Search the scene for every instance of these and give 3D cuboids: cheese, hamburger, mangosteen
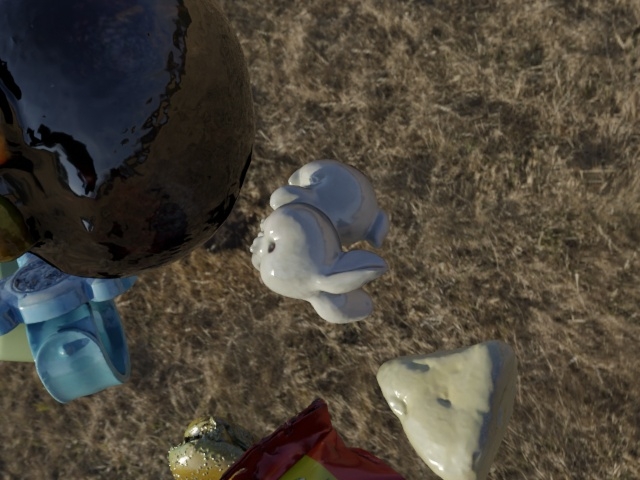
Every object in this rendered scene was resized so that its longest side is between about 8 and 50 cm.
[{"bbox_3d":[0.224,0.314,1.109,0.251,0.173,0.248,-4,62,24],"label":"cheese"},{"bbox_3d":[-0.201,0.462,1.280,0.189,0.215,0.122,-32,27,33],"label":"hamburger"},{"bbox_3d":[-0.199,-0.084,0.476,0.275,0.275,0.302,31,44,33],"label":"mangosteen"}]

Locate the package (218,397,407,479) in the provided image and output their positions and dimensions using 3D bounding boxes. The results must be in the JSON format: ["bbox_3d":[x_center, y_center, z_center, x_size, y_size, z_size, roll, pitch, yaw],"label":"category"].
[{"bbox_3d":[0.064,0.352,0.576,0.196,0.123,0.423,-32,47,-24],"label":"package"}]

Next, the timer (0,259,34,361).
[{"bbox_3d":[-0.587,0.077,1.045,0.291,0.315,0.291,2,92,58],"label":"timer"}]

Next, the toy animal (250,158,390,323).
[{"bbox_3d":[0.008,-0.003,0.813,0.178,0.127,0.193,19,49,-5],"label":"toy animal"}]

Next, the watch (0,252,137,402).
[{"bbox_3d":[-0.336,0.113,0.857,0.211,0.193,0.211,-10,30,6],"label":"watch"}]
